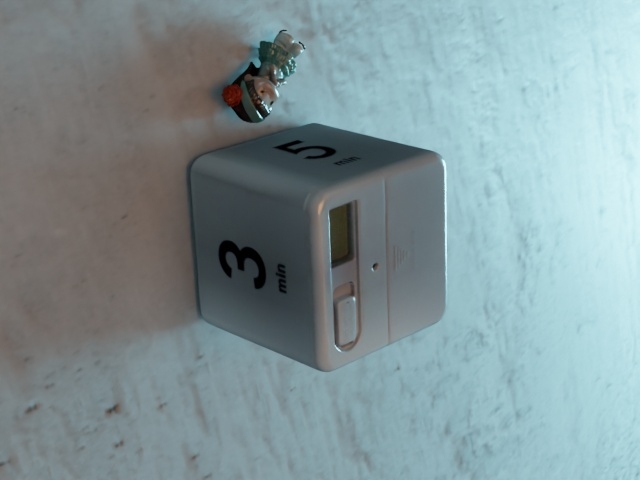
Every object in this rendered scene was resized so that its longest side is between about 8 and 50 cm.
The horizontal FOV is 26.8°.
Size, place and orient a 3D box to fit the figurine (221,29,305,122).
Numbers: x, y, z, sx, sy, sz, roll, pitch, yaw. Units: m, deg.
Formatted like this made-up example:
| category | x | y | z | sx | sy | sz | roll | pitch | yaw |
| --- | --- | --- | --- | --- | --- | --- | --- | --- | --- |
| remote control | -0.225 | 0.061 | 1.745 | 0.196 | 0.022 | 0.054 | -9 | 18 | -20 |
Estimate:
| category | x | y | z | sx | sy | sz | roll | pitch | yaw |
| --- | --- | --- | --- | --- | --- | --- | --- | --- | --- |
| figurine | -0.059 | -0.171 | 1.388 | 0.106 | 0.047 | 0.060 | -57 | 143 | -18 |

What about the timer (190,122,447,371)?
| category | x | y | z | sx | sy | sz | roll | pitch | yaw |
| --- | --- | --- | --- | --- | --- | --- | --- | --- | --- |
| timer | 0.000 | 0.000 | 1.396 | 0.194 | 0.195 | 0.192 | -20 | 117 | -39 |
